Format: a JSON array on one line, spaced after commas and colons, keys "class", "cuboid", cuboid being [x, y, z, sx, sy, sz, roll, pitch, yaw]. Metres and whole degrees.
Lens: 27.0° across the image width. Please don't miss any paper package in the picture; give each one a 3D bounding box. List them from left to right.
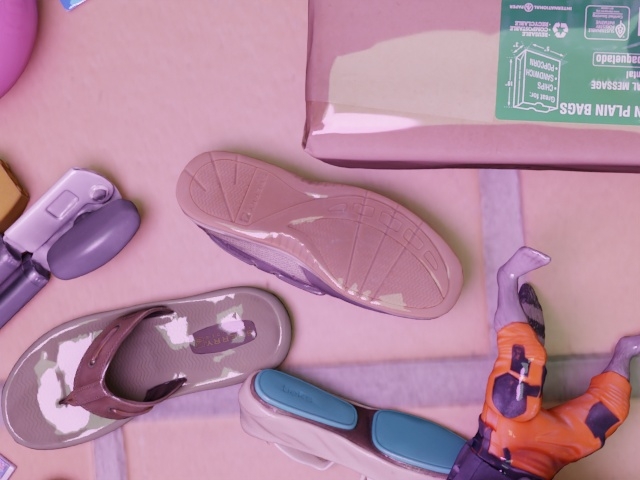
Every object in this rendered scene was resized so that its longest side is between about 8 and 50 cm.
[{"class": "paper package", "cuboid": [0.158, -0.141, 1.131, 0.325, 0.309, 0.168, 2, 93, 6]}]

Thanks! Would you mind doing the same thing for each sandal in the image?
[{"class": "sandal", "cuboid": [-0.177, 0.116, 1.297, 0.303, 0.086, 0.120, -21, 90, 8]}]

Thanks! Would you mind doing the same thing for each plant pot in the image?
[{"class": "plant pot", "cuboid": [-0.338, -0.040, 1.318, 0.083, 0.081, 0.081, -35, 88, -5]}]

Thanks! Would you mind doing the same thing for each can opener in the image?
[{"class": "can opener", "cuboid": [-0.301, 0.037, 1.306, 0.280, 0.093, 0.074, -40, 130, 10]}]

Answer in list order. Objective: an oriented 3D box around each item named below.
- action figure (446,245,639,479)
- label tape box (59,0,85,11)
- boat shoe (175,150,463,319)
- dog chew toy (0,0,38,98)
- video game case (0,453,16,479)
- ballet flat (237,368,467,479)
[{"class": "action figure", "cuboid": [0.206, 0.215, 1.215, 0.178, 0.341, 0.330, 14, 75, 47]}, {"class": "label tape box", "cuboid": [-0.181, -0.419, 1.262, 0.348, 0.115, 0.249, -33, 88, 6]}, {"class": "boat shoe", "cuboid": [0.000, 0.000, 1.268, 0.285, 0.092, 0.103, 20, 76, 8]}, {"class": "dog chew toy", "cuboid": [-0.383, -0.211, 1.186, 0.207, 0.332, 0.206, 0, 92, 7]}, {"class": "video game case", "cuboid": [-0.384, 0.230, 1.367, 0.122, 0.011, 0.087, 36, 96, 4]}, {"class": "ballet flat", "cuboid": [0.035, 0.197, 1.282, 0.248, 0.086, 0.086, 23, 95, 1]}]
